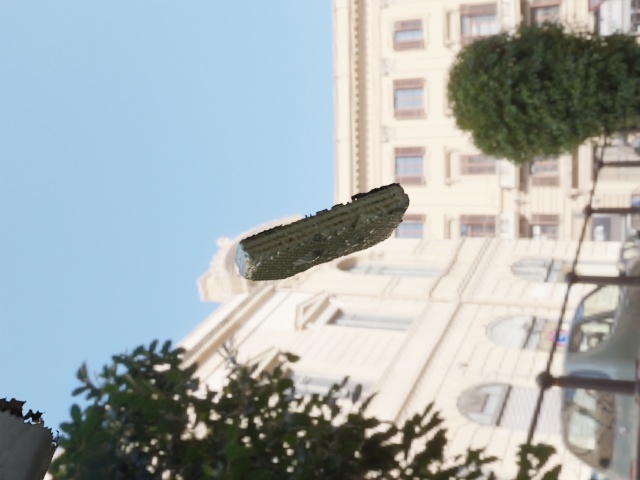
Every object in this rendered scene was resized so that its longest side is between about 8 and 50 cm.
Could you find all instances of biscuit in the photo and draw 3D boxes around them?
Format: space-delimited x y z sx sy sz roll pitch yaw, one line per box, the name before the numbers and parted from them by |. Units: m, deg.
biscuit | 0.000 0.000 1.110 0.150 0.252 0.052 116 132 -66

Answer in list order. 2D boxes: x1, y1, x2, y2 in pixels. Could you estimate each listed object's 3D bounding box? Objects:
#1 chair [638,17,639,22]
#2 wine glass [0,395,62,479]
chair | 0.309 -0.084 0.547 0.101 0.084 0.212 138 123 -70
wine glass | -0.193 0.170 0.338 0.103 0.103 0.222 46 -118 -58
